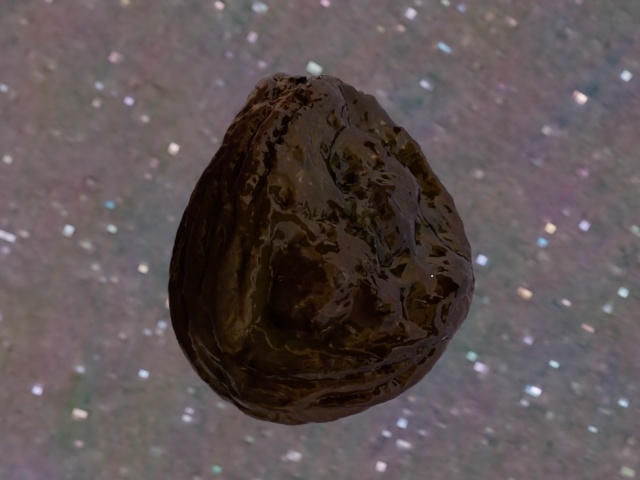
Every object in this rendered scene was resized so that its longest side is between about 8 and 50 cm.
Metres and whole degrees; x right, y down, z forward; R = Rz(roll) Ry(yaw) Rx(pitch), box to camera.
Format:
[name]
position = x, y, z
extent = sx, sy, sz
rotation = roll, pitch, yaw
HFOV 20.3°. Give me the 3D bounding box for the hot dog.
[hot dog]
position = 0.000, 0.000, 1.126
extent = 0.122, 0.196, 0.272
rotation = -38, -169, 27
